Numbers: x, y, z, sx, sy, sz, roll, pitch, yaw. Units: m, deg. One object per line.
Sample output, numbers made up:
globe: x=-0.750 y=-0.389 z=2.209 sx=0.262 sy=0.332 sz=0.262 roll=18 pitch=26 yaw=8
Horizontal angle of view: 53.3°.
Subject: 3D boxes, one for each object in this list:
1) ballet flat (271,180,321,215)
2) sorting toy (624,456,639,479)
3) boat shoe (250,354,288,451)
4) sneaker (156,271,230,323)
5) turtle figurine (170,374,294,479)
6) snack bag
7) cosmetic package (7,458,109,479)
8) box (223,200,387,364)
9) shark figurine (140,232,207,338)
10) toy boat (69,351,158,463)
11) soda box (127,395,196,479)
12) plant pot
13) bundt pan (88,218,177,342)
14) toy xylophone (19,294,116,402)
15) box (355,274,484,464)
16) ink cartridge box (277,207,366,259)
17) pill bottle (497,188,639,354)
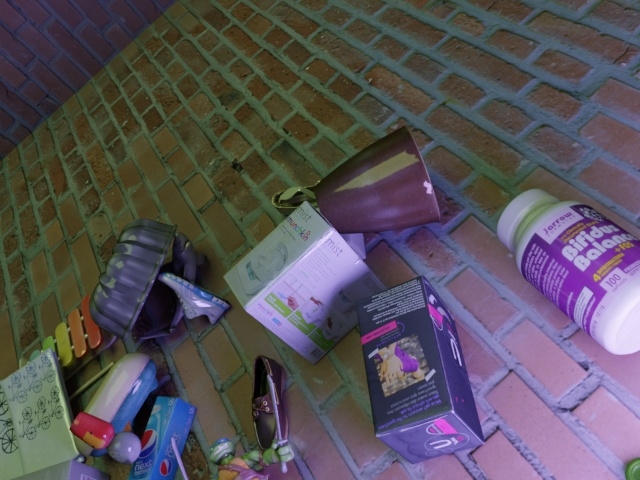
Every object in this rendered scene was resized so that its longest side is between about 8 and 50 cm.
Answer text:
ballet flat: x=-0.014 y=-0.110 z=1.586 sx=0.248 sy=0.086 sz=0.086 roll=-9 pitch=53 yaw=30
sorting toy: x=0.496 y=0.342 z=0.913 sx=0.102 sy=0.042 sz=0.061 roll=-27 pitch=29 yaw=33
boat shoe: x=-0.115 y=0.339 z=1.322 sx=0.073 sy=0.073 sz=0.207 roll=-23 pitch=48 yaw=18
sneaker: x=-0.318 y=0.143 z=1.545 sx=0.083 sy=0.190 sz=0.071 roll=-59 pitch=18 yaw=-2
turtle figurine: x=-0.136 y=0.446 z=1.139 sx=0.266 sy=0.197 sz=0.275 roll=48 pitch=133 yaw=29
snack bag: x=-0.776 y=0.496 z=1.635 sx=0.342 sy=0.037 sz=0.323 roll=-34 pitch=62 yaw=10
cosmetic package: x=-0.613 y=0.587 z=1.449 sx=0.237 sy=0.127 sz=0.107 roll=-26 pitch=47 yaw=19
box: x=-0.020 y=0.093 z=1.305 sx=0.231 sy=0.262 sz=0.127 roll=-44 pitch=44 yaw=0
shark figurine: x=-0.382 y=0.116 z=1.653 sx=0.116 sy=0.166 sz=0.279 roll=10 pitch=90 yaw=14
toy boat: x=-0.453 y=0.398 z=1.424 sx=0.268 sy=0.148 sz=0.318 roll=-58 pitch=8 yaw=-1
soda box: x=-0.349 y=0.454 z=1.399 sx=0.067 sy=0.071 sz=0.210 roll=-6 pitch=55 yaw=32
plant pot: x=0.109 y=-0.103 z=1.361 sx=0.230 sy=0.215 sz=0.215 roll=-20 pitch=47 yaw=4
bundt pan: x=-0.486 y=0.085 z=1.622 sx=0.331 sy=0.124 sz=0.331 roll=-58 pitch=16 yaw=26
toy xylophone: x=-0.671 y=0.305 z=1.736 sx=0.322 sy=0.081 sz=0.236 roll=-45 pitch=44 yaw=-2
box: x=0.173 y=0.228 z=1.133 sx=0.143 sy=0.165 sz=0.271 roll=-23 pitch=48 yaw=20
ink cartridge box: x=0.000 y=0.000 z=1.491 sx=0.190 sy=0.082 sz=0.140 roll=-22 pitch=48 yaw=22
pill bottle: x=0.443 y=0.036 z=1.085 sx=0.169 sy=0.169 sz=0.301 roll=-41 pitch=44 yaw=2
